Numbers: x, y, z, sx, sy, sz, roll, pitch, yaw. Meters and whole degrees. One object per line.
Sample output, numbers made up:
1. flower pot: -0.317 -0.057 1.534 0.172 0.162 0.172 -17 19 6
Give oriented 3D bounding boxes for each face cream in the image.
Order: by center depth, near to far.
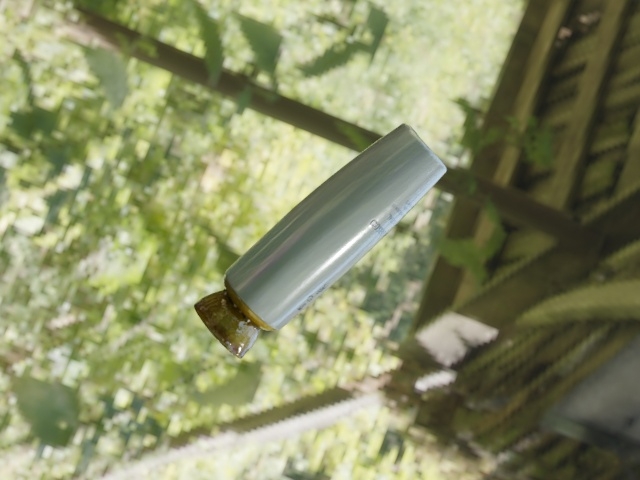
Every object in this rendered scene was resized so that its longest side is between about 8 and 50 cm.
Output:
1. face cream: 0.000 0.000 0.944 0.182 0.051 0.072 -41 161 4
